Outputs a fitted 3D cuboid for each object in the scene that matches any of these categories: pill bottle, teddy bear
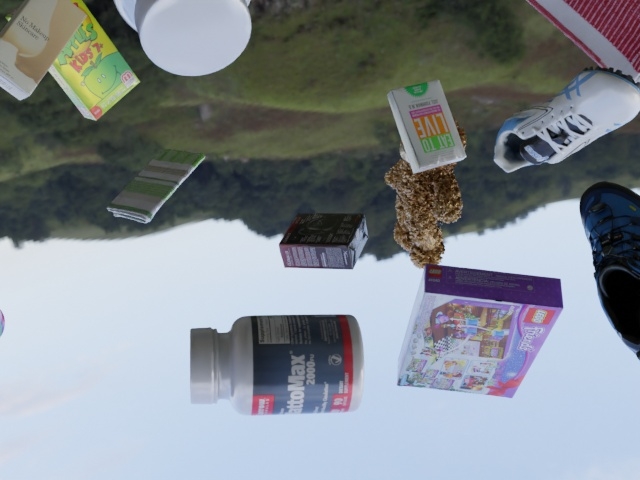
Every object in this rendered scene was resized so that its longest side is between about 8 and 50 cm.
[{"bbox_3d":[-0.050,0.134,0.896,0.180,0.107,0.108,0,-168,-8],"label":"pill bottle"},{"bbox_3d":[-0.181,-0.360,1.042,0.177,0.176,0.318,-15,-126,-3],"label":"pill bottle"},{"bbox_3d":[0.204,-0.097,1.705,0.113,0.338,0.245,-4,-129,-14],"label":"teddy bear"}]

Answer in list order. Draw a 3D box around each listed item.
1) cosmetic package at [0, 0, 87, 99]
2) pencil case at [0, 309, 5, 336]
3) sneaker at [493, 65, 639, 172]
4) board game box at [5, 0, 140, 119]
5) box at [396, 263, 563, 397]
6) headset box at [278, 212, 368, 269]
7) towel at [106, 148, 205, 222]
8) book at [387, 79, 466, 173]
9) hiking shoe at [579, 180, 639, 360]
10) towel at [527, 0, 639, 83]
[{"bbox_3d":[-0.310,-0.215,0.892,0.041,0.060,0.115,1,-121,55],"label":"cosmetic package"},{"bbox_3d":[-0.540,0.080,1.221,0.105,0.104,0.236,-18,150,-15],"label":"pencil case"},{"bbox_3d":[0.286,-0.132,0.970,0.086,0.085,0.237,-59,-169,-18],"label":"sneaker"},{"bbox_3d":[-0.352,-0.273,1.193,0.092,0.181,0.043,-47,-142,-19],"label":"board game box"},{"bbox_3d":[0.239,0.150,1.306,0.201,0.293,0.057,7,-127,0],"label":"box"},{"bbox_3d":[0.000,0.000,0.853,0.083,0.032,0.062,0,-148,20],"label":"headset box"},{"bbox_3d":[-0.266,-0.090,1.355,0.113,0.023,0.152,13,-125,42],"label":"towel"},{"bbox_3d":[0.181,-0.196,1.415,0.096,0.144,0.035,-16,172,-20],"label":"book"},{"bbox_3d":[0.428,0.030,1.141,0.113,0.304,0.132,-36,140,29],"label":"hiking shoe"},{"bbox_3d":[0.437,-0.393,1.105,0.037,0.237,0.329,-25,158,-46],"label":"towel"}]
